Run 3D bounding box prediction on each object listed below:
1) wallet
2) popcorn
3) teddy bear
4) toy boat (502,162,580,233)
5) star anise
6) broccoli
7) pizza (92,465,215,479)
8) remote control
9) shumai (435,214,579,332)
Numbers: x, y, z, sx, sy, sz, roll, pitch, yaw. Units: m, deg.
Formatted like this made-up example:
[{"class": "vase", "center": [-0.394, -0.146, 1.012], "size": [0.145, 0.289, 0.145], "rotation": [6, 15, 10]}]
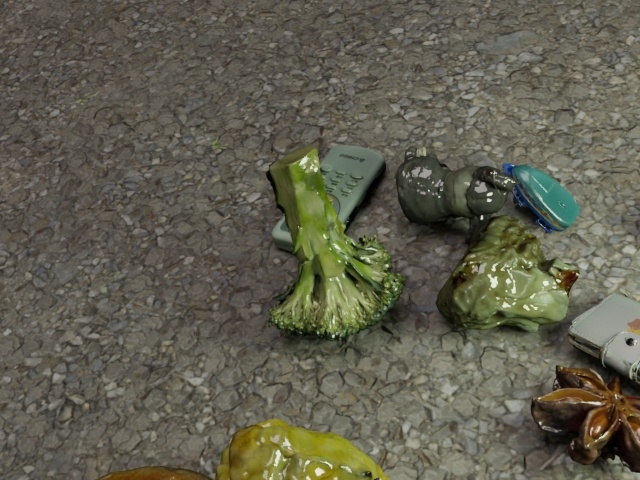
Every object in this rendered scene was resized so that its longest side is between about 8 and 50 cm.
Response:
[{"class": "wallet", "center": [0.549, 0.179, 1.828], "size": [0.170, 0.069, 0.231], "rotation": [-32, 40, -29]}, {"class": "popcorn", "center": [-0.024, 0.392, 1.659], "size": [0.286, 0.215, 0.252], "rotation": [12, 46, -23]}, {"class": "teddy bear", "center": [0.272, -0.079, 2.110], "size": [0.251, 0.171, 0.144], "rotation": [14, 20, 28]}, {"class": "toy boat", "center": [0.411, -0.084, 2.111], "size": [0.175, 0.110, 0.091], "rotation": [44, 62, -5]}, {"class": "star anise", "center": [0.442, 0.292, 1.726], "size": [0.214, 0.099, 0.220], "rotation": [6, 28, 15]}, {"class": "broccoli", "center": [0.023, -0.005, 1.958], "size": [0.252, 0.362, 0.221], "rotation": [-5, 24, -15]}, {"class": "pizza", "center": [-0.263, 0.474, 1.752], "size": [0.335, 0.086, 0.226], "rotation": [5, 53, 22]}, {"class": "remote control", "center": [0.024, -0.087, 2.238], "size": [0.140, 0.056, 0.296], "rotation": [16, 54, 26]}, {"class": "shumai", "center": [0.339, 0.082, 1.936], "size": [0.218, 0.189, 0.256], "rotation": [26, 40, 12]}]
